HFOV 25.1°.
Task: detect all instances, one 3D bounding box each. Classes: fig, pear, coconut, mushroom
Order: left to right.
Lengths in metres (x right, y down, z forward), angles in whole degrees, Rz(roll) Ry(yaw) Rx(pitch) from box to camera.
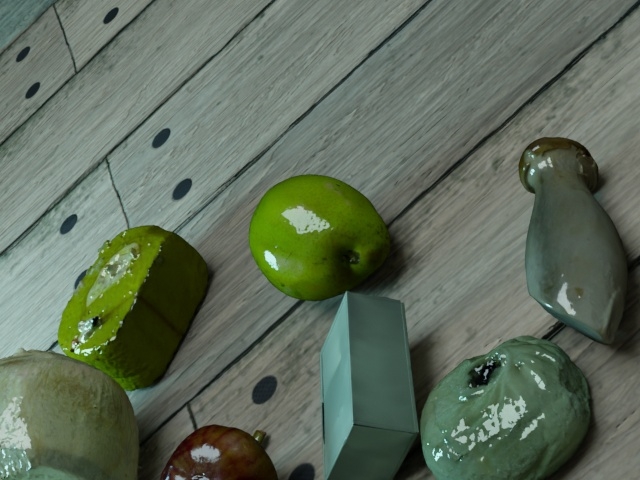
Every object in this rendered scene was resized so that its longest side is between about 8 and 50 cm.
[{"bbox_3d":[-0.413,0.300,2.131,0.297,0.297,0.254,-31,40,24],"label":"coconut"},{"bbox_3d":[-0.124,0.336,1.920,0.175,0.207,0.175,-2,81,11],"label":"fig"},{"bbox_3d":[0.000,0.000,2.072,0.220,0.187,0.187,28,79,42],"label":"pear"},{"bbox_3d":[0.309,0.004,1.770,0.128,0.128,0.350,-30,36,25],"label":"mushroom"}]

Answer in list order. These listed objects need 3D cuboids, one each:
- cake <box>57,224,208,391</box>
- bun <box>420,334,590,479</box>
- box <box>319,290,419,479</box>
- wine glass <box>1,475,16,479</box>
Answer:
[{"bbox_3d":[-0.307,0.102,2.332,0.179,0.156,0.260,4,58,42],"label":"cake"},{"bbox_3d":[0.206,0.206,1.697,0.221,0.108,0.221,-29,39,26],"label":"bun"},{"bbox_3d":[0.058,0.194,1.850,0.225,0.086,0.129,-93,18,-46],"label":"box"},{"bbox_3d":[-0.336,0.451,1.837,0.190,0.357,0.190,-31,35,25],"label":"wine glass"}]
